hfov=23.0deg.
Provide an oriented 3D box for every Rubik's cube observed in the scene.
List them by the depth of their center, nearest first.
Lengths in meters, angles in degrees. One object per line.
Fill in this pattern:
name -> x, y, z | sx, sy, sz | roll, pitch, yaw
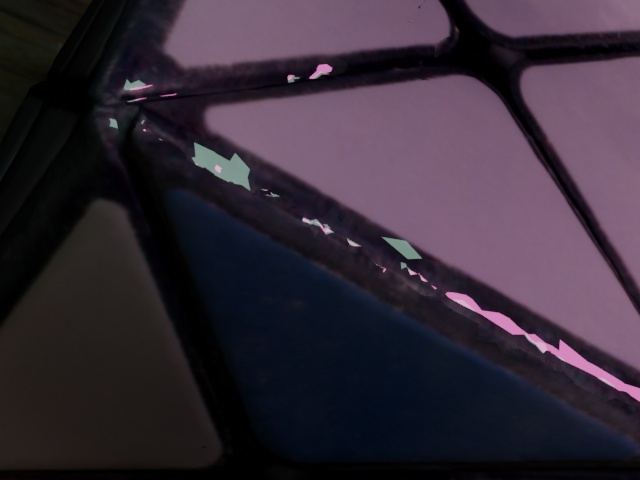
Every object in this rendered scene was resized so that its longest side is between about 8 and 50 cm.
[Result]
Rubik's cube -> 0.000, 0.000, 0.774 | 0.305, 0.307, 0.310 | 30, 45, -15
